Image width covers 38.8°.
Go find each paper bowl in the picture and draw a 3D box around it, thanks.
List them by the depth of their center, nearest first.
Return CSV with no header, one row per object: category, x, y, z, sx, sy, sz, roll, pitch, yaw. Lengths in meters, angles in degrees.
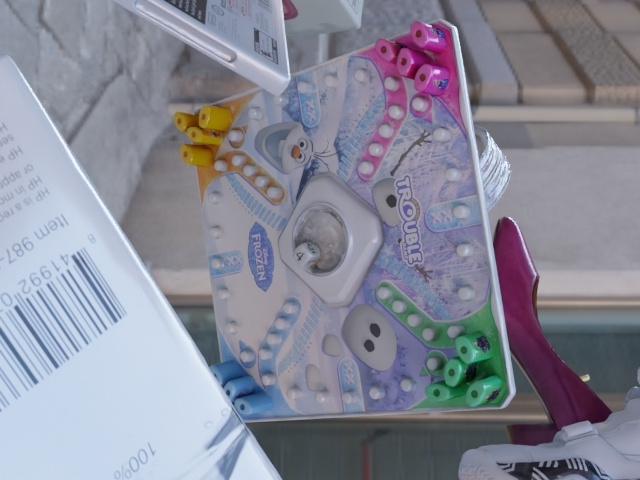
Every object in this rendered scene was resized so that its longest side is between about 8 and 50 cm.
paper bowl,0.213,-0.119,1.771,0.148,0.284,0.284,49,20,-22

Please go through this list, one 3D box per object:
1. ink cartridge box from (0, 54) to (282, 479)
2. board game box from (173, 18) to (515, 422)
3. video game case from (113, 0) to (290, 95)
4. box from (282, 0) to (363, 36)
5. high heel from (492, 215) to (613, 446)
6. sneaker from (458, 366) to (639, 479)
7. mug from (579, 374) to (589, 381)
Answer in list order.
ink cartridge box,-0.191,0.155,0.470,0.166,0.285,0.395,-12,-68,52
board game box,0.000,0.000,0.995,0.050,0.390,0.390,-2,82,-51
video game case,-0.105,-0.204,0.738,0.022,0.173,0.190,-51,-156,26
box,-0.034,-0.415,1.293,0.232,0.126,0.149,40,52,-59
high heel,0.341,0.143,1.275,0.127,0.181,0.377,10,72,-70
sneaker,0.358,0.248,1.122,0.137,0.365,0.210,87,12,-53
mug,0.424,0.248,1.585,0.078,0.062,0.064,-48,180,-27
